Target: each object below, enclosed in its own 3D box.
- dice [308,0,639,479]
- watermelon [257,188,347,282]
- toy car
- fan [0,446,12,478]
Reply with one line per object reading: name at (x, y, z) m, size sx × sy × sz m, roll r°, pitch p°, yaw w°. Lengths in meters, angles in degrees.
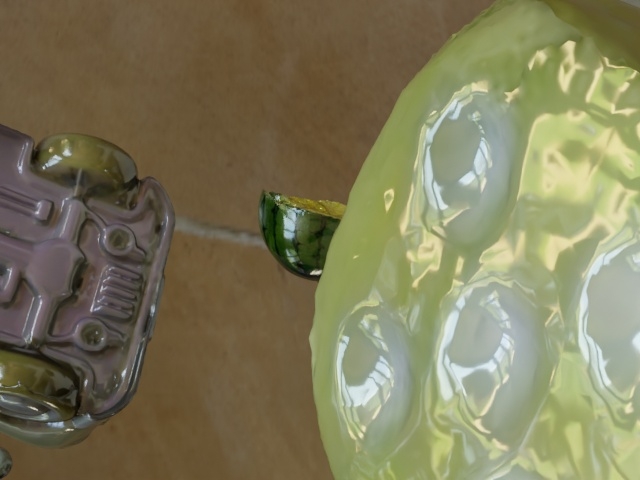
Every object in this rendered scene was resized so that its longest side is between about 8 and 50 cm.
dice at (0.111, 0.031, 0.396) m, size 0.166 × 0.169 × 0.169 m, roll 0°, pitch 124°, yaw -36°
watermelon at (0.000, 0.000, 1.011) m, size 0.105 × 0.105 × 0.062 m, roll 14°, pitch 90°, yaw -13°
toy car at (-0.308, 0.021, 1.080) m, size 0.336 × 0.242 × 0.226 m, roll 19°, pitch 156°, yaw -20°
fan at (-0.193, 0.117, 0.418) m, size 0.220 × 0.132 × 0.009 m, roll -27°, pitch 132°, yaw -30°
